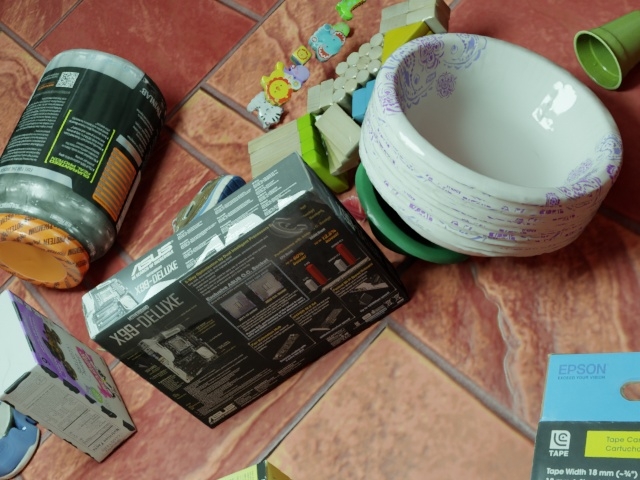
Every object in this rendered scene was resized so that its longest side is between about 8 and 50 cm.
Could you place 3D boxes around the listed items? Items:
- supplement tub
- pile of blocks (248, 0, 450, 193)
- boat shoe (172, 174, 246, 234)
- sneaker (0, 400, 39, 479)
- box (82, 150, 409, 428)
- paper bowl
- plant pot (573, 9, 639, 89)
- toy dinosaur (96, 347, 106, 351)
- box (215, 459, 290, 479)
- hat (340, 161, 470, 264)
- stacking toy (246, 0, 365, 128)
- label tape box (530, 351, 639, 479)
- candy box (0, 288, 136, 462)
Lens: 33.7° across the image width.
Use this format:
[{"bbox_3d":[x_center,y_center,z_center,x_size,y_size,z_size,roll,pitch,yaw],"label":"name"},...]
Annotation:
[{"bbox_3d":[-0.383,-0.110,1.628,0.207,0.207,0.338,-4,54,33],"label":"supplement tub"},{"bbox_3d":[0.062,-0.166,1.432,0.362,0.113,0.149,-44,49,10],"label":"pile of blocks"},{"bbox_3d":[-0.174,-0.018,1.515,0.066,0.066,0.183,6,51,44],"label":"boat shoe"},{"bbox_3d":[-0.529,0.194,1.508,0.127,0.182,0.315,-46,43,-6],"label":"sneaker"},{"bbox_3d":[-0.084,0.069,1.245,0.307,0.242,0.076,-34,44,9],"label":"box"},{"bbox_3d":[0.183,-0.095,1.197,0.284,0.148,0.284,9,44,-9],"label":"paper bowl"},{"bbox_3d":[0.369,-0.241,1.295,0.079,0.083,0.083,-34,42,-9],"label":"plant pot"},{"bbox_3d":[-0.192,0.110,1.435,0.211,0.064,0.112,-42,24,-14],"label":"toy dinosaur"},{"bbox_3d":[-0.143,0.335,1.208,0.232,0.058,0.087,-25,46,16],"label":"box"},{"bbox_3d":[0.082,-0.001,1.320,0.183,0.173,0.208,-52,8,40],"label":"hat"},{"bbox_3d":[-0.014,-0.262,1.540,0.221,0.052,0.167,-47,4,-13],"label":"stacking toy"},{"bbox_3d":[0.303,0.265,0.910,0.241,0.106,0.333,-5,53,32],"label":"label tape box"},{"bbox_3d":[-0.348,0.177,1.379,0.070,0.196,0.165,-42,43,1],"label":"candy box"}]
